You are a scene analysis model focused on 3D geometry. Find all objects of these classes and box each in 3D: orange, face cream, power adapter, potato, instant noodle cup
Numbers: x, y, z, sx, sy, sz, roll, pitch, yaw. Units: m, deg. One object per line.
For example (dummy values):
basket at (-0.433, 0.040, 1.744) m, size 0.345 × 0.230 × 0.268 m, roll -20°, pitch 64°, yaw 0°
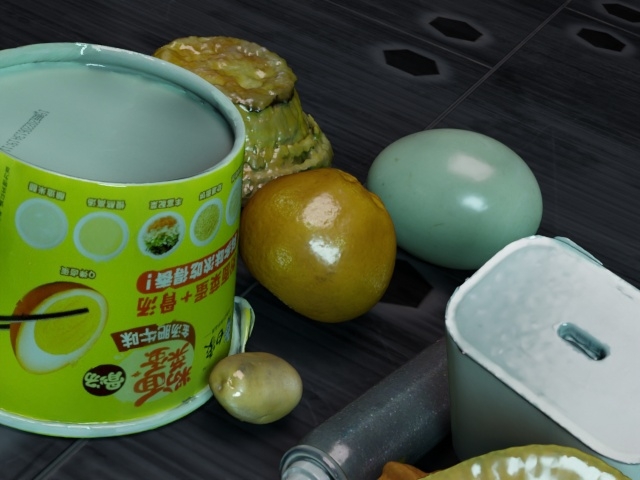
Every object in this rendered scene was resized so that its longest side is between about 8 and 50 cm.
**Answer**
orange at (0.000, 0.000, 1.033) m, size 0.159 × 0.136 × 0.159 m, roll 36°, pitch 2°, yaw -1°
face cream at (0.060, 0.153, 0.902) m, size 0.073 × 0.073 × 0.283 m, roll 33°, pitch 36°, yaw 25°
power adapter at (0.191, 0.143, 0.826) m, size 0.124 × 0.255 × 0.187 m, roll -38°, pitch 57°, yaw -21°
potato at (-0.056, 0.122, 0.911) m, size 0.068 × 0.062 × 0.083 m, roll 9°, pitch -15°, yaw 37°
instant noodle cup at (-0.192, -0.016, 0.915) m, size 0.311 × 0.221 × 0.311 m, roll 11°, pitch 33°, yaw -8°

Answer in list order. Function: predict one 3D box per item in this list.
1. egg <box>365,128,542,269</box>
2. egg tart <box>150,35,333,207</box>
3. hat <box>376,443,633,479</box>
egg at (0.143, -0.045, 1.171) m, size 0.192 × 0.149 × 0.149 m, roll 13°, pitch 31°, yaw 14°
egg tart at (-0.116, -0.152, 1.247) m, size 0.294 × 0.123 × 0.294 m, roll 11°, pitch 31°, yaw -7°
hat at (0.107, 0.238, 0.752) m, size 0.233 × 0.244 × 0.233 m, roll 2°, pitch 1°, yaw 4°
